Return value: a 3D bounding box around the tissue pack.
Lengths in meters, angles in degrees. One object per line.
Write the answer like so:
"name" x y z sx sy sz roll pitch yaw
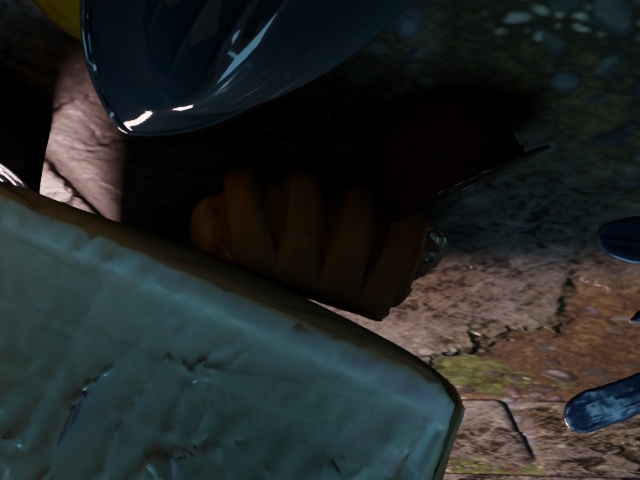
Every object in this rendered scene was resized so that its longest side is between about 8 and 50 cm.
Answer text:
"tissue pack" -0.086 0.119 0.840 0.331 0.205 0.405 23 176 10

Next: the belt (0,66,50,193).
"belt" -0.264 -0.067 0.816 0.141 0.082 0.190 -17 146 31

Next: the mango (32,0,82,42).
"mango" -0.106 -0.153 0.577 0.115 0.089 0.165 44 168 31

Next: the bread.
"bread" 0.000 0.000 0.864 0.177 0.084 0.119 15 174 -4

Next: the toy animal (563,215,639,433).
"toy animal" 0.289 0.063 0.868 0.239 0.255 0.176 62 161 -13

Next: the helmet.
"helmet" 0.078 -0.058 0.775 0.111 0.057 0.089 -27 174 41

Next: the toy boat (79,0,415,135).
"toy boat" 0.014 -0.156 0.413 0.114 0.122 0.296 28 108 -30
